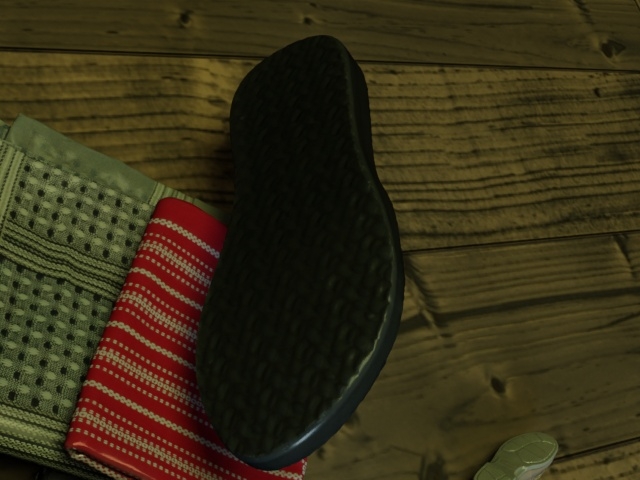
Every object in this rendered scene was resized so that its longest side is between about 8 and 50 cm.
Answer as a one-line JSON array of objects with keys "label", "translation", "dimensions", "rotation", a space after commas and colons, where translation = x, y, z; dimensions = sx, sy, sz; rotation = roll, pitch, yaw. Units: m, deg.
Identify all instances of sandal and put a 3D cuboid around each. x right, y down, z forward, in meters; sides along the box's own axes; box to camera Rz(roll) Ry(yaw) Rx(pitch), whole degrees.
[{"label": "sandal", "translation": [0.002, -0.002, 0.906], "dimensions": [0.107, 0.168, 0.445], "rotation": [51, 29, -39]}]

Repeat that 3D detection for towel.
[{"label": "towel", "translation": [-0.080, 0.099, 0.883], "dimensions": [0.199, 0.031, 0.274], "rotation": [32, 41, -18]}, {"label": "towel", "translation": [-0.202, 0.037, 0.886], "dimensions": [0.312, 0.056, 0.324], "rotation": [23, 42, -19]}]

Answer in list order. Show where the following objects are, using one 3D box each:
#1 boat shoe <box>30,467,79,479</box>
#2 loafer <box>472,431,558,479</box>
[{"label": "boat shoe", "translation": [-0.176, 0.166, 0.861], "dimensions": [0.125, 0.038, 0.046], "rotation": [-30, 81, -41]}, {"label": "loafer", "translation": [0.186, 0.228, 1.062], "dimensions": [0.045, 0.039, 0.125], "rotation": [31, 36, 33]}]
